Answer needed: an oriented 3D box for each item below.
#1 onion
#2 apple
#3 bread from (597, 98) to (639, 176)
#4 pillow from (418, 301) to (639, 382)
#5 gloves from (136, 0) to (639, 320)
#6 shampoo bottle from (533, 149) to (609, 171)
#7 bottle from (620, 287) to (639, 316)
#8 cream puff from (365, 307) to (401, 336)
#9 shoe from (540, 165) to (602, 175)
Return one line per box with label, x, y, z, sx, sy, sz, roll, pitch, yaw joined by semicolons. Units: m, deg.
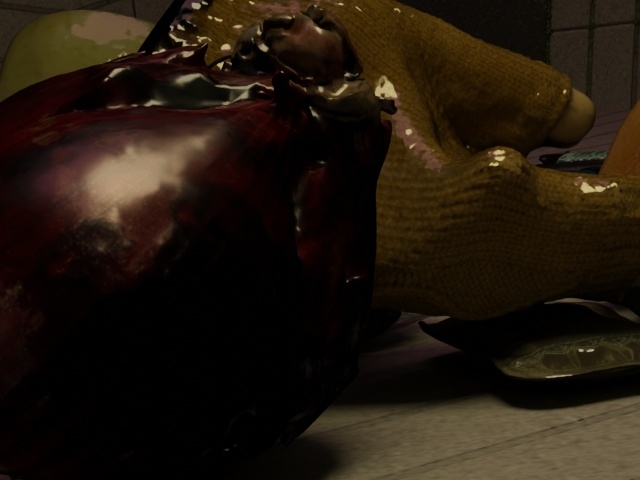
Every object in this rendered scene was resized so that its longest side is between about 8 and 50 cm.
onion;-0.091;0.018;0.853;0.281;0.221;0.281;-42;-4;-4
apple;-0.188;-0.081;1.774;0.257;0.233;0.295;8;-9;9
bread;0.287;-0.039;1.221;0.160;0.169;0.140;11;-23;42
pillow;0.144;0.059;1.060;0.130;0.033;0.217;-7;6;-13
gloves;0.051;-0.044;1.048;0.356;0.155;0.203;19;38;1
shampoo bottle;0.349;-0.044;1.539;0.323;0.084;0.129;-2;-3;27
bottle;0.276;0.018;1.064;0.096;0.079;0.253;1;1;-39
cream puff;0.000;0.000;1.208;0.169;0.183;0.183;12;-2;-24
shoe;0.224;-0.021;1.412;0.106;0.091;0.207;-11;2;16
